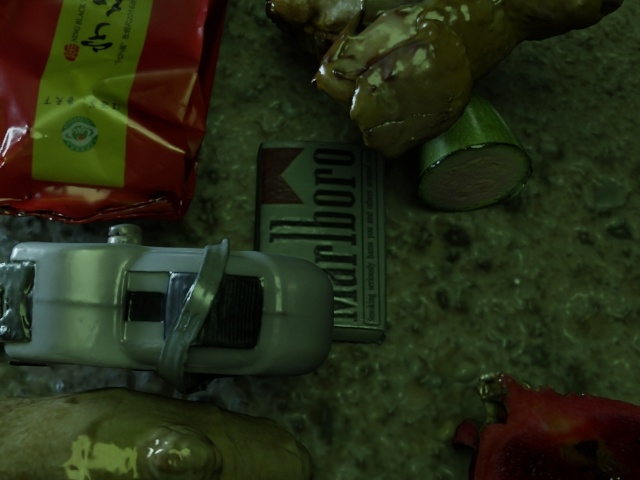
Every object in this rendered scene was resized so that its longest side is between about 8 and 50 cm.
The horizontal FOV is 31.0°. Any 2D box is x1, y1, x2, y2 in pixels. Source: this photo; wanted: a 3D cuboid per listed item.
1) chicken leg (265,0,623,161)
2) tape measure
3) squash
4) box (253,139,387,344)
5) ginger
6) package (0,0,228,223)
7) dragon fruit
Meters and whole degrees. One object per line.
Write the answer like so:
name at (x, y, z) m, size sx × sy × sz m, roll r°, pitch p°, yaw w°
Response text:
chicken leg at (0.128, -0.181, 0.949) m, size 0.410 × 0.182 × 0.295 m, roll 1°, pitch 46°, yaw 25°
tape measure at (-0.090, 0.053, 0.844) m, size 0.197 × 0.236 × 0.120 m, roll 0°, pitch 84°, yaw 26°
squash at (0.125, -0.105, 1.036) m, size 0.105 × 0.105 × 0.132 m, roll -5°, pitch 57°, yaw -9°
box at (0.000, 0.000, 1.000) m, size 0.115 × 0.036 × 0.177 m, roll 2°, pitch 66°, yaw -5°
ginger at (-0.175, 0.167, 0.811) m, size 0.354 × 0.190 × 0.126 m, roll -1°, pitch 77°, yaw -12°
package at (-0.182, -0.190, 1.015) m, size 0.196 × 0.123 × 0.423 m, roll 6°, pitch 66°, yaw -2°
dragon fruit at (0.182, 0.202, 0.891) m, size 0.262 × 0.134 × 0.211 m, roll -10°, pitch 55°, yaw -28°
